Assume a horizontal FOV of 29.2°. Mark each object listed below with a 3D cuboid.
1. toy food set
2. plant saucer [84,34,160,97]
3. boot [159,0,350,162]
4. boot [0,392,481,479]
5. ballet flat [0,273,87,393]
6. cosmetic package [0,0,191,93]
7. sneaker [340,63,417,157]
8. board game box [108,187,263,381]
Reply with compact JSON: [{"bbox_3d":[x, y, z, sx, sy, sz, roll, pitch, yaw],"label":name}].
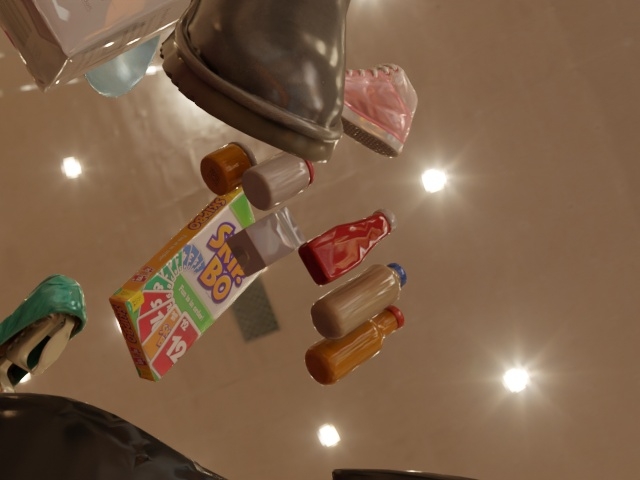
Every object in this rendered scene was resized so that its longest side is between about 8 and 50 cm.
[{"bbox_3d":[0.000,0.000,1.093,0.232,0.104,0.111,59,-36,0],"label":"toy food set"},{"bbox_3d":[-0.261,-0.277,1.533,0.037,0.195,0.195,13,-68,21],"label":"plant saucer"},{"bbox_3d":[0.015,-0.151,0.452,0.208,0.076,0.190,-56,-155,22],"label":"boot"},{"bbox_3d":[-0.027,0.165,0.403,0.263,0.091,0.229,7,-45,15],"label":"boot"},{"bbox_3d":[-0.383,0.147,1.515,0.247,0.083,0.087,-44,-134,5],"label":"ballet flat"},{"bbox_3d":[-0.101,-0.290,1.060,0.156,0.385,0.217,60,-17,-8],"label":"cosmetic package"},{"bbox_3d":[0.027,-0.133,1.062,0.070,0.134,0.051,-63,-160,-11],"label":"sneaker"},{"bbox_3d":[-0.148,0.042,1.493,0.039,0.259,0.124,10,-49,31],"label":"board game box"}]
